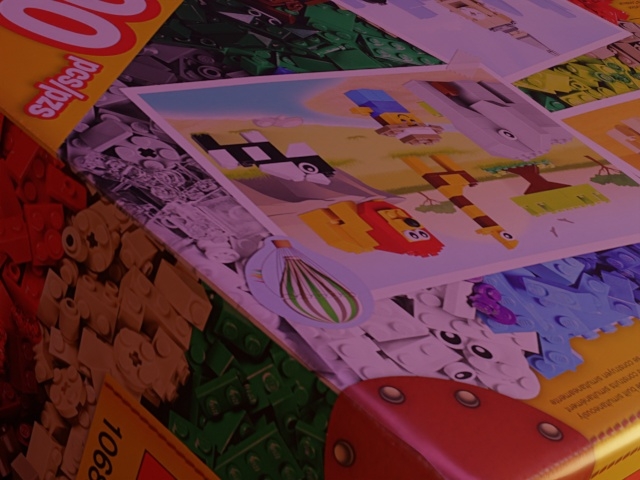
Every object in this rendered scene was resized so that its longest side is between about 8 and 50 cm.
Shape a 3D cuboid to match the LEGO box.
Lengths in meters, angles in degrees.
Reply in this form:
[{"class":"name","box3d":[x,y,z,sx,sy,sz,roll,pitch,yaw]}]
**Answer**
[{"class":"LEGO box","box3d":[0.053,0.005,0.686,0.372,0.193,0.500,37,33,28]}]
